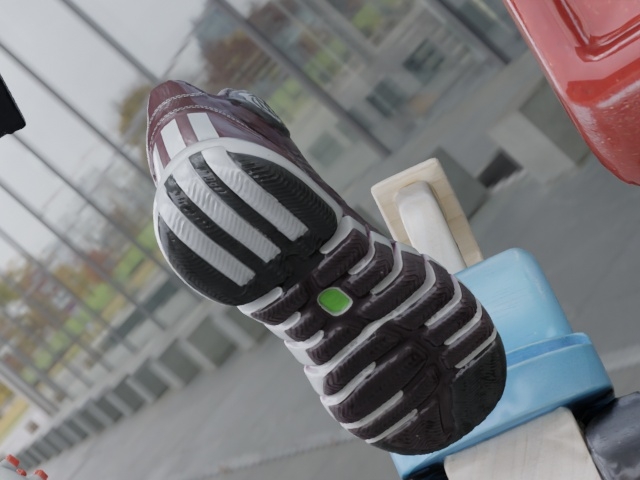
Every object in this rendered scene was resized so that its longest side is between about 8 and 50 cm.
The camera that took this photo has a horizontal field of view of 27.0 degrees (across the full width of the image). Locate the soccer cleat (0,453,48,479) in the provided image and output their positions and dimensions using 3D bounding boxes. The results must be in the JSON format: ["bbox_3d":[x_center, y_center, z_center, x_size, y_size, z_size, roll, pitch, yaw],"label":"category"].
[{"bbox_3d":[-0.230,0.240,1.051,0.076,0.068,0.196,-58,-25,-27],"label":"soccer cleat"}]

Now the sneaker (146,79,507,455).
[{"bbox_3d":[0.000,0.000,0.762,0.106,0.281,0.162,-37,41,7],"label":"sneaker"}]

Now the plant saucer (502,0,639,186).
[{"bbox_3d":[0.091,-0.164,0.304,0.048,0.258,0.259,-27,-4,-42],"label":"plant saucer"}]

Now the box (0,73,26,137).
[{"bbox_3d":[-0.332,-0.120,0.999,0.156,0.158,0.093,-32,-38,-12],"label":"box"}]

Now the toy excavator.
[{"bbox_3d":[0.142,0.086,1.201,0.222,0.445,0.433,-24,-18,8],"label":"toy excavator"}]
